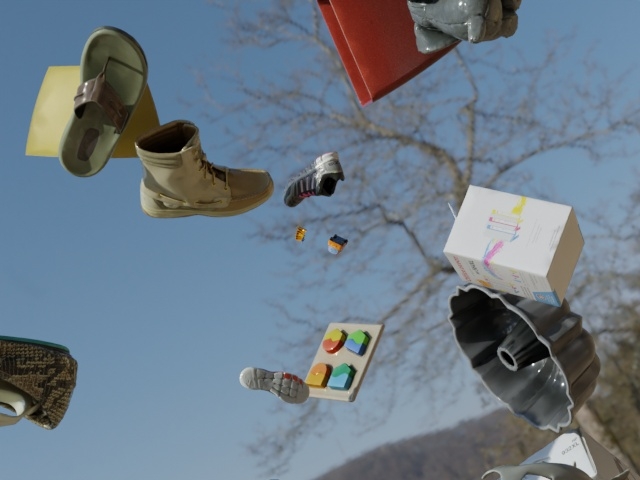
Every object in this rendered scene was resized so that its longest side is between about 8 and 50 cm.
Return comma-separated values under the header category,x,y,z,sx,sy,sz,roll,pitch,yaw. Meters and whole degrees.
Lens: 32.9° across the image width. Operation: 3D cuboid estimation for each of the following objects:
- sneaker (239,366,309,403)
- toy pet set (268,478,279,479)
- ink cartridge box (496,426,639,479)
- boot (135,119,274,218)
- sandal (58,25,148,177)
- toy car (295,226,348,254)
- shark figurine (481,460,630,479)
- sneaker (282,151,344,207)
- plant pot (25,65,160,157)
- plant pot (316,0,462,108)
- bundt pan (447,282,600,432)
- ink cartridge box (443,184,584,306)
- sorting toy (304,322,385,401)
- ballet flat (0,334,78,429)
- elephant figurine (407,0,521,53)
category,x,y,z,sx,sy,sz,roll,pitch,yaw
sneaker,-0.098,0.297,2.286,0.158,0.061,0.065,22,-3,-15
toy pet set,-0.059,0.443,1.742,0.122,0.114,0.065,-16,-24,-34
ink cartridge box,0.521,0.535,2.118,0.223,0.129,0.307,-41,-60,19
boot,-0.216,-0.139,2.053,0.262,0.095,0.203,-5,-37,-7
sandal,-0.385,-0.231,1.912,0.120,0.086,0.303,18,-62,-9
toy car,0.000,0.000,2.415,0.060,0.122,0.040,-87,16,-71
shark figurine,0.373,0.389,1.597,0.166,0.116,0.278,-37,-52,15
sneaker,-0.012,-0.114,2.322,0.170,0.075,0.063,-40,-24,26
plant pot,-0.467,-0.268,2.260,0.212,0.187,0.212,6,7,37
plant pot,0.153,-0.456,2.303,0.236,0.267,0.267,-24,5,0
bundt pan,0.393,0.190,2.042,0.124,0.331,0.331,-35,-13,-21
ink cartridge box,0.214,0.004,1.242,0.090,0.143,0.092,-66,-30,-17
sorting toy,0.043,0.271,2.467,0.038,0.193,0.208,37,-25,-29
ballet flat,-0.624,0.205,1.759,0.483,0.182,0.164,23,-35,-29
elephant figurine,0.215,-0.407,1.890,0.239,0.169,0.186,3,0,36
